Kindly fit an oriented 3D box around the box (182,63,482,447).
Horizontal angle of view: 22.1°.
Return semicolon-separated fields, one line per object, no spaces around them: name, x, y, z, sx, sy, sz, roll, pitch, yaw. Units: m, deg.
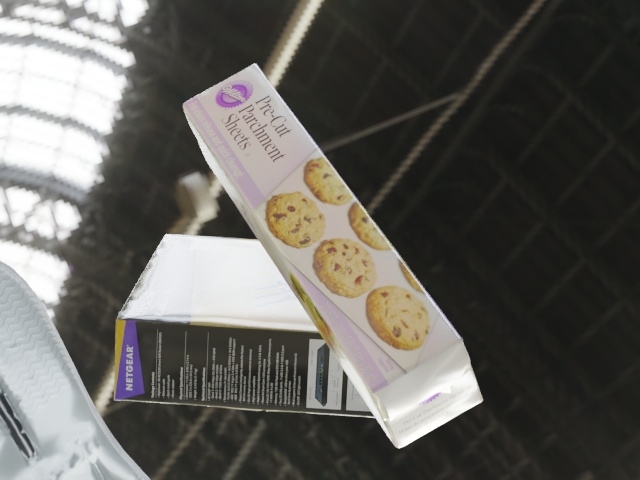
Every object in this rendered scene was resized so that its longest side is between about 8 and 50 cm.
box;0.000;0.000;1.075;0.324;0.067;0.063;56;-8;45

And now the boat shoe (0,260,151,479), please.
boat shoe;-0.138;0.110;0.736;0.094;0.109;0.302;26;-39;43

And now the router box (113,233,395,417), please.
router box;-0.052;0.073;1.561;0.309;0.243;0.081;-81;173;-75
